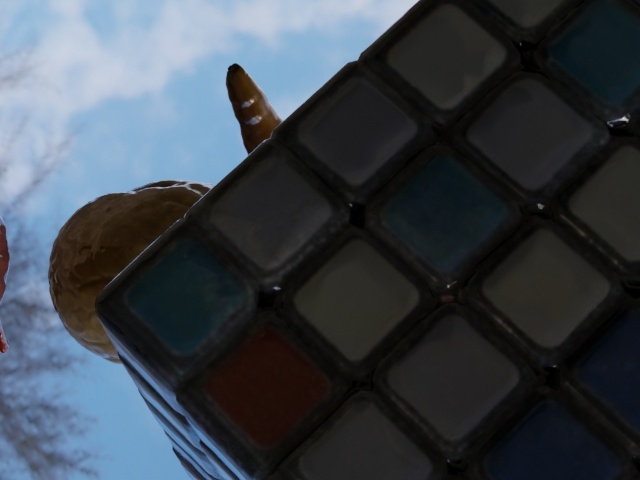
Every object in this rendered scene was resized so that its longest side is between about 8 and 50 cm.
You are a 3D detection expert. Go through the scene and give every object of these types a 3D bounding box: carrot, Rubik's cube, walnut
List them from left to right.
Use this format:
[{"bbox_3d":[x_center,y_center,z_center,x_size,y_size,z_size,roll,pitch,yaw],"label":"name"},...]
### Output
[{"bbox_3d":[-0.122,0.030,1.216,0.197,0.165,0.165,7,-135,45],"label":"walnut"},{"bbox_3d":[0.000,0.000,1.163,0.069,0.336,0.069,-14,-141,12],"label":"carrot"},{"bbox_3d":[0.103,0.074,0.770,0.292,0.287,0.293,40,-104,18],"label":"Rubik's cube"}]

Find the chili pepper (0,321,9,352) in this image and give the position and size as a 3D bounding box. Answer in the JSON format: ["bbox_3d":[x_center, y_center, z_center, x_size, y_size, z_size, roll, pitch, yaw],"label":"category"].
[{"bbox_3d":[-0.387,0.043,1.650,0.088,0.169,0.065,-2,-161,5],"label":"chili pepper"}]

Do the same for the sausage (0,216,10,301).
[{"bbox_3d":[-0.347,0.015,1.135,0.280,0.152,0.152,-1,-138,38],"label":"sausage"}]
